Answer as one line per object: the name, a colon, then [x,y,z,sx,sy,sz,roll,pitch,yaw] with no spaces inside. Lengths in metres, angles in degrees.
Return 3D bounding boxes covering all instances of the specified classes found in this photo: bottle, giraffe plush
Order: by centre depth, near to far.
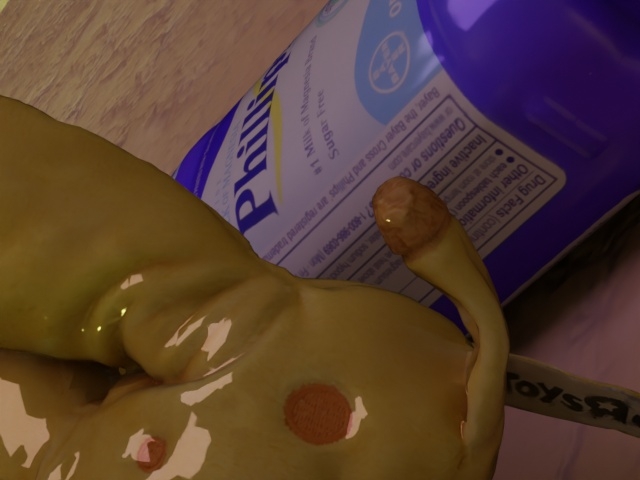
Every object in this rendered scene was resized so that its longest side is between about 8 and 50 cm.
giraffe plush: [-0.038,0.090,0.408,0.210,0.181,0.170,8,57,34]
bottle: [0.000,0.000,0.563,0.283,0.092,0.118,-44,24,36]
